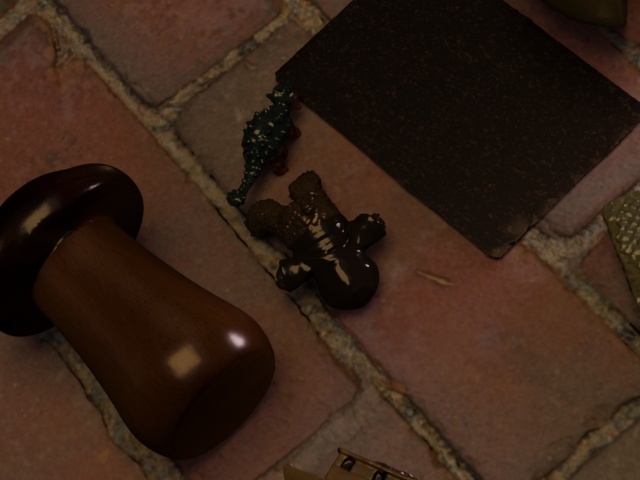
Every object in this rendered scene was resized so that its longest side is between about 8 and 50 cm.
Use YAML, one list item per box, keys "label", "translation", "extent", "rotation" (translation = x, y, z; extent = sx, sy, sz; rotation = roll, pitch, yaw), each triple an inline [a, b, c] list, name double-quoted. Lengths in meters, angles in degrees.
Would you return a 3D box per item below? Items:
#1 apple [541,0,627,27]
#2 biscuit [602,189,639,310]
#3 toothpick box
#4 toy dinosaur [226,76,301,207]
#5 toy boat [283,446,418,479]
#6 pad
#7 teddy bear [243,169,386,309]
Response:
- label: "apple"
  translation: [0.294, -0.353, 1.819]
  extent: [0.292, 0.254, 0.292]
  rotation: [-7, 57, 12]
- label: "biscuit"
  translation: [0.358, 0.051, 1.709]
  extent: [0.150, 0.052, 0.252]
  rotation: [-17, 61, 5]
- label: "toothpick box"
  translation: [-0.189, 0.063, 1.776]
  extent: [0.192, 0.192, 0.294]
  rotation: [-44, 67, -9]
- label: "toy dinosaur"
  translation: [-0.055, -0.097, 1.892]
  extent: [0.049, 0.055, 0.154]
  rotation: [16, 66, 18]
- label: "toy boat"
  translation: [0.059, 0.243, 1.688]
  extent: [0.200, 0.057, 0.077]
  rotation: [22, 65, 23]
- label: "pad"
  translation: [0.134, -0.147, 1.896]
  extent: [0.220, 0.004, 0.330]
  rotation: [-43, 61, -9]
- label: "teddy bear"
  translation: [-0.003, -0.006, 1.818]
  extent: [0.119, 0.078, 0.160]
  rotation: [-34, 59, -8]
